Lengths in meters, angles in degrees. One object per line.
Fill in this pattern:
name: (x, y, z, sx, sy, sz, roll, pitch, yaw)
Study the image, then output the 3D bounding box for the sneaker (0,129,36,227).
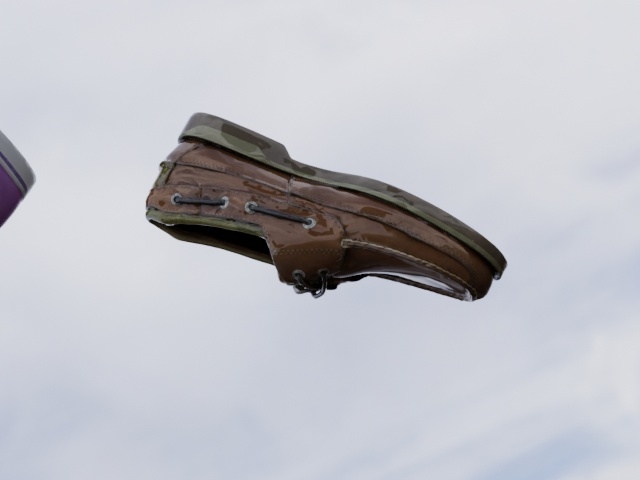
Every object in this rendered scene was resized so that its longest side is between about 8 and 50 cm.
sneaker: (-0.400, -0.093, 1.716, 0.161, 0.282, 0.102, -52, 24, -25)

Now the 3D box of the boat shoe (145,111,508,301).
boat shoe: (0.000, 0.000, 1.535, 0.104, 0.307, 0.111, -61, -25, -17)
